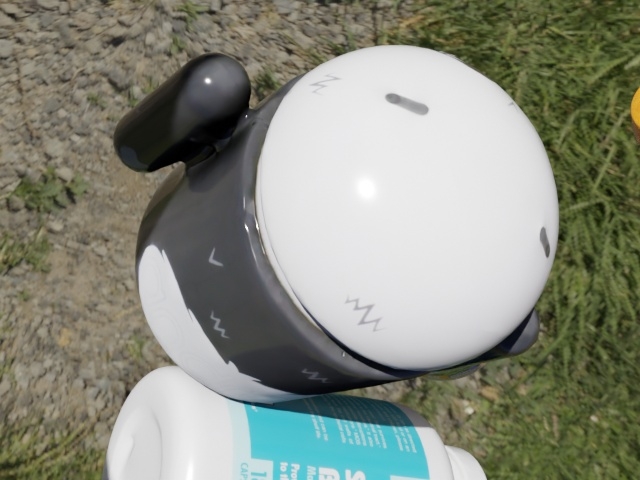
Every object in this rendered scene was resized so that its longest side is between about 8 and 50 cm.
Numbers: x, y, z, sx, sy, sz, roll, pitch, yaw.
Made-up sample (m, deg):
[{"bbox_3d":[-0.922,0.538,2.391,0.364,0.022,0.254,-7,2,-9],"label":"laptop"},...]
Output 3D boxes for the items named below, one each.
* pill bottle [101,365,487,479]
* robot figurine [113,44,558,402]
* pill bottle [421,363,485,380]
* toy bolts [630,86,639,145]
[{"bbox_3d":[-0.008,0.178,0.606,0.264,0.146,0.146,14,103,-30],"label":"pill bottle"},{"bbox_3d":[0.002,-0.001,0.492,0.209,0.278,0.173,-4,78,-35],"label":"robot figurine"},{"bbox_3d":[0.110,0.050,0.899,0.152,0.272,0.152,-5,70,15],"label":"pill bottle"},{"bbox_3d":[0.407,-0.066,0.751,0.229,0.218,0.158,-28,129,22],"label":"toy bolts"}]
